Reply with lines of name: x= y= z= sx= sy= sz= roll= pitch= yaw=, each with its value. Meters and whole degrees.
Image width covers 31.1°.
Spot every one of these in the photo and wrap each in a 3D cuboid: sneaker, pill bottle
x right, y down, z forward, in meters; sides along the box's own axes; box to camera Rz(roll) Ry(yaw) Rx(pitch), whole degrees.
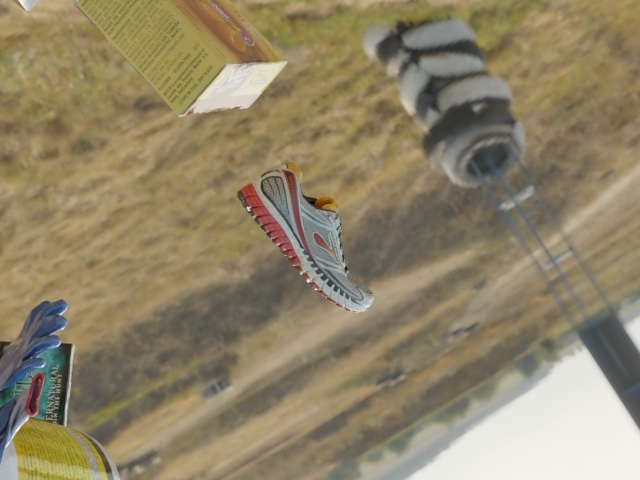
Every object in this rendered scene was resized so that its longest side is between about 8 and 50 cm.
sneaker: x=0.000 y=0.000 z=1.413 sx=0.093 sy=0.225 sz=0.088 roll=-40 pitch=-156 yaw=-2
pill bottle: x=-0.380 y=0.278 z=1.282 sx=0.188 sy=0.188 sz=0.334 roll=-33 pitch=154 yaw=8

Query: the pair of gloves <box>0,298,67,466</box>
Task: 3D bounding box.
pair of gloves: x=-0.301 y=0.153 z=1.123 sx=0.023 sy=0.198 sz=0.159 roll=28 pitch=127 yaw=-25

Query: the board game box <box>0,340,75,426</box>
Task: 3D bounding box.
board game box: x=-0.456 y=0.251 z=1.797 sx=0.126 sy=0.186 sz=0.026 roll=1 pitch=163 yaw=3

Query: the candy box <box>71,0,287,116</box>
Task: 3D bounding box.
candy box: x=-0.118 y=-0.168 z=0.780 sx=0.053 sy=0.186 sz=0.109 roll=-45 pitch=172 yaw=21

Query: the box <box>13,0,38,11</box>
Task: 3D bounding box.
box: x=-0.465 y=-0.433 z=1.411 sx=0.076 sy=0.242 sz=0.307 roll=-49 pitch=171 yaw=-7
